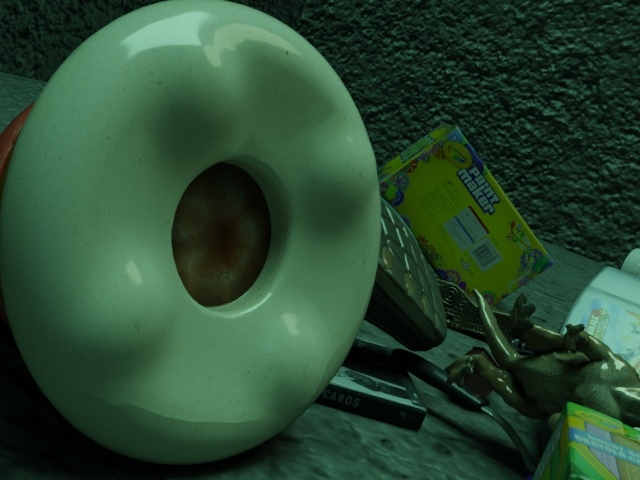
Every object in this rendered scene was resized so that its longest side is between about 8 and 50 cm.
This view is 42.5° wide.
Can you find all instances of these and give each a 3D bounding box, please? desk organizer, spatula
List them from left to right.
[{"bbox_3d":[0.190,0.164,1.014,0.047,0.050,0.130,54,0,8],"label":"desk organizer"},{"bbox_3d":[0.187,0.195,0.861,0.296,0.030,0.084,37,19,34],"label":"spatula"}]

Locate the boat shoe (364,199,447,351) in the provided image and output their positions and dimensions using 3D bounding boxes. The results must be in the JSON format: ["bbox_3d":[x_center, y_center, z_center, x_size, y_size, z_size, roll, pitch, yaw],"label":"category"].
[{"bbox_3d":[0.000,0.000,0.908,0.355,0.130,0.132,46,28,-17],"label":"boat shoe"}]

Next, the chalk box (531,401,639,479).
[{"bbox_3d":[0.216,0.213,0.600,0.132,0.132,0.213,22,10,12],"label":"chalk box"}]

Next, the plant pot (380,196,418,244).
[{"bbox_3d":[0.030,-0.007,1.338,0.166,0.165,0.234,7,23,-47],"label":"plant pot"}]

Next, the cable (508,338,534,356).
[{"bbox_3d":[0.326,0.187,1.153,0.151,0.047,0.184,29,4,13],"label":"cable"}]

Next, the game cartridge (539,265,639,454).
[{"bbox_3d":[0.368,0.155,0.954,0.198,0.062,0.297,25,47,13],"label":"game cartridge"}]

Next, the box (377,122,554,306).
[{"bbox_3d":[0.251,-0.048,1.519,0.290,0.177,0.279,53,8,-6],"label":"box"}]

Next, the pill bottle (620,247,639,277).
[{"bbox_3d":[0.636,0.091,1.430,0.208,0.119,0.119,22,10,39],"label":"pill bottle"}]

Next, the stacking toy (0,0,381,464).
[{"bbox_3d":[-0.218,-0.020,0.757,0.480,0.350,0.351,7,0,42],"label":"stacking toy"}]

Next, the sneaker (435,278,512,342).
[{"bbox_3d":[0.241,0.122,1.334,0.188,0.066,0.071,27,-4,14],"label":"sneaker"}]

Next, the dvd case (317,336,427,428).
[{"bbox_3d":[-0.014,0.128,0.905,0.239,0.029,0.179,17,11,-8],"label":"dvd case"}]

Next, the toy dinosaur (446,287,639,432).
[{"bbox_3d":[0.260,0.154,0.817,0.200,0.127,0.296,27,1,-37],"label":"toy dinosaur"}]
